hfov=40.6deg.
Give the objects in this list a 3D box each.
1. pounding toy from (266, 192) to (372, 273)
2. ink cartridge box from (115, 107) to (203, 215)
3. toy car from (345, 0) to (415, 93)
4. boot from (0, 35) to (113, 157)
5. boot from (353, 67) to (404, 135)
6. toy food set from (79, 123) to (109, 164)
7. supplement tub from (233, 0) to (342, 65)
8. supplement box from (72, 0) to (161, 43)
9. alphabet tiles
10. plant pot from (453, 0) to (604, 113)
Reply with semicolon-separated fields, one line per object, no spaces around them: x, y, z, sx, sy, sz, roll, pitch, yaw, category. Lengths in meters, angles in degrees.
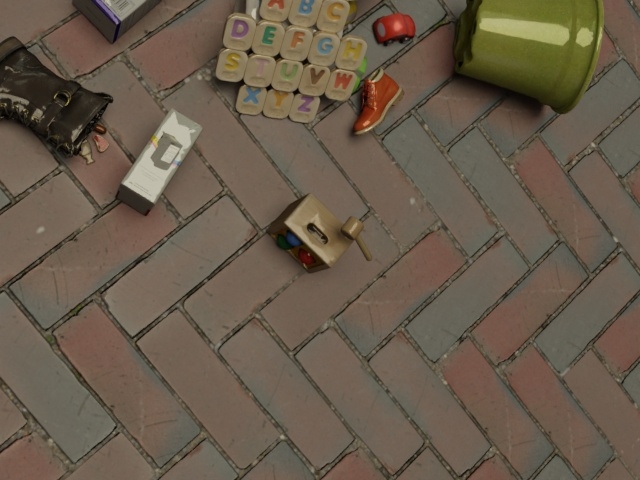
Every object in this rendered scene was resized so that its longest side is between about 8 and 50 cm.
0.009;0.006;1.666;0.181;0.206;0.094;44;71;-9;pounding toy
-0.302;-0.145;1.618;0.072;0.127;0.175;33;72;-10;ink cartridge box
0.085;-0.419;1.833;0.239;0.053;0.225;19;76;-16;toy car
-0.531;-0.225;1.555;0.229;0.091;0.263;38;70;-4;boot
0.104;-0.289;1.811;0.084;0.059;0.158;49;61;-26;boot
-0.441;-0.213;1.635;0.078;0.019;0.122;-35;95;-20;toy food set
-0.068;-0.427;1.731;0.199;0.144;0.144;6;81;-19;supplement tub
-0.355;-0.500;1.657;0.111;0.114;0.220;46;72;-8;supplement box
-0.057;-0.353;1.686;0.284;0.278;0.021;7;38;-19;alphabet tiles
0.431;-0.430;1.866;0.254;0.276;0.276;8;80;-7;plant pot
